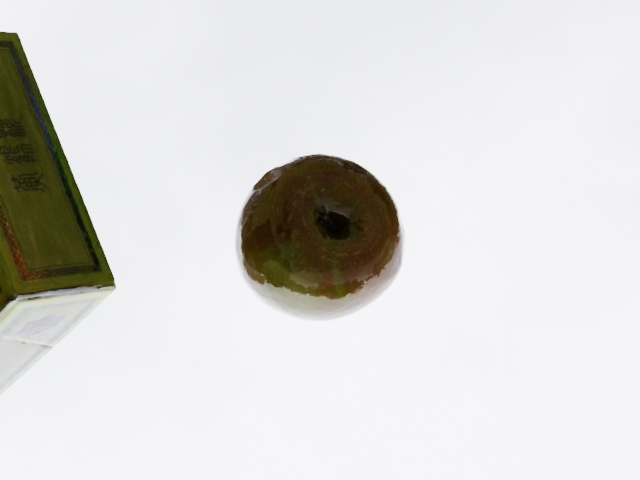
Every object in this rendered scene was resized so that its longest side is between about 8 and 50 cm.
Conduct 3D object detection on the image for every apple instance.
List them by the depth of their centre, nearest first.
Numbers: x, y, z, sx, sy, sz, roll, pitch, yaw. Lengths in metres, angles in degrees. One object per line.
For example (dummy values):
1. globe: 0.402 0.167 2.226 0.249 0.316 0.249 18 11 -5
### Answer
1. apple: 0.000 0.000 0.935 0.090 0.074 0.089 2 -119 -3

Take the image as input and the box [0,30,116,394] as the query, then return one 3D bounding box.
1. box: -0.197 0.013 0.885 0.064 0.220 0.141 -6 -113 -44
